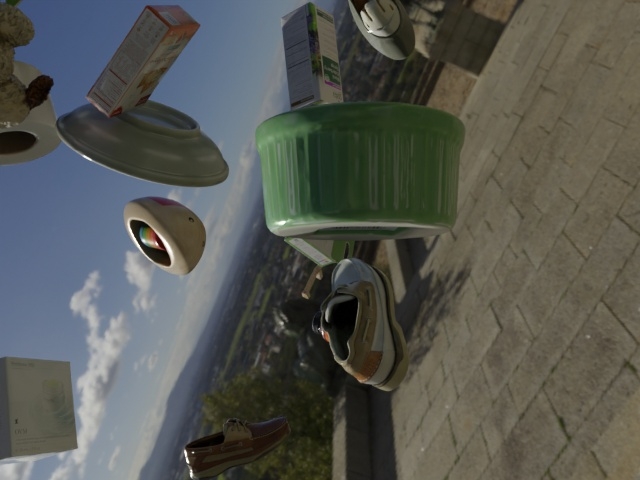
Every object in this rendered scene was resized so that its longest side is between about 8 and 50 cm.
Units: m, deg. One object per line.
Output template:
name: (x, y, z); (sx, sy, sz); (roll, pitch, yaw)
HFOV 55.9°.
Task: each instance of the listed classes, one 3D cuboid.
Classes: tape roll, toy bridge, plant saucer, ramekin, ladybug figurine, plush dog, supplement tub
tape roll: (-0.792, -0.313, 1.504); (0.246, 0.246, 0.169); (130, 121, -68)
toy bridge: (-0.007, 0.114, 2.115); (0.188, 0.026, 0.063); (-56, -22, -21)
plant saucer: (-0.395, -0.252, 1.405); (0.400, 0.400, 0.101); (-88, 20, -68)
ramekin: (0.057, -0.083, 0.874); (0.303, 0.303, 0.148); (153, 117, -79)
ladybug figurine: (-0.548, -0.033, 2.149); (0.162, 0.305, 0.449); (-37, 31, -29)
plush dog: (-0.707, -0.337, 1.269); (0.211, 0.262, 0.225); (-96, -14, -46)
supplement tub: (0.076, 0.259, 1.784); (0.106, 0.197, 0.106); (-16, -71, -55)

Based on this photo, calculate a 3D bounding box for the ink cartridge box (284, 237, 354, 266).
ink cartridge box: (0.000, 0.000, 1.710); (0.062, 0.209, 0.109); (-23, 44, 40)

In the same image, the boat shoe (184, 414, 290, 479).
boat shoe: (-0.250, 0.593, 1.785); (0.122, 0.324, 0.120); (-153, 40, -78)

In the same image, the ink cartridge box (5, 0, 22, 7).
ink cartridge box: (-0.841, -0.574, 1.440); (0.189, 0.255, 0.097); (-55, -1, -14)

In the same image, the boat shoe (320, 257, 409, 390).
boat shoe: (0.059, 0.117, 1.027); (0.113, 0.103, 0.302); (-56, 26, 20)

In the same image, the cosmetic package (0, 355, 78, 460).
cosmetic package: (-0.711, 0.404, 1.434); (0.224, 0.138, 0.225); (41, -147, -69)

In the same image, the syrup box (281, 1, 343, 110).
syrup box: (-0.018, -0.411, 1.398); (0.096, 0.093, 0.237); (-14, 79, 37)

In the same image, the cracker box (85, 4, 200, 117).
cracker box: (-0.358, -0.366, 1.229); (0.232, 0.067, 0.156); (-45, 8, 23)

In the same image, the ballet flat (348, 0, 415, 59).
ballet flat: (0.066, -0.355, 0.871); (0.072, 0.213, 0.068); (-27, 12, 22)
